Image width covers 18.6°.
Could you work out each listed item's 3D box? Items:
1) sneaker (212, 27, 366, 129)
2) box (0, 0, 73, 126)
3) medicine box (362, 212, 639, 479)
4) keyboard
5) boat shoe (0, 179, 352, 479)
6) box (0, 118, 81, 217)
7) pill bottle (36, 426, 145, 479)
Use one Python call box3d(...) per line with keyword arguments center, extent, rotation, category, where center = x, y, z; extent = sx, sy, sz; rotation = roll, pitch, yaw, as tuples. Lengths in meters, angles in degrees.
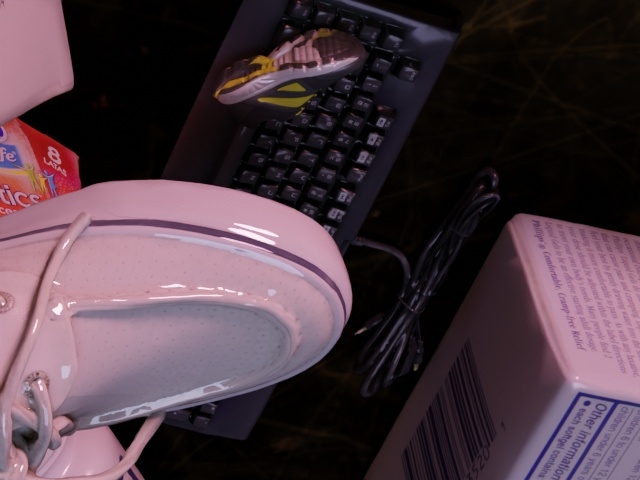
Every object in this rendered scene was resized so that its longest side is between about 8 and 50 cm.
box3d(center=(-0.013, -0.083, 1.009), extent=(0.083, 0.031, 0.035), rotation=(-15, 134, 20), category="sneaker")
box3d(center=(-0.300, -0.099, 0.779), extent=(0.345, 0.215, 0.168), rotation=(-8, 102, 9), category="box")
box3d(center=(0.206, 0.148, 1.198), extent=(0.289, 0.149, 0.263), rotation=(11, 128, -20), category="medicine box")
box3d(center=(0.000, 0.000, 1.111), extent=(0.201, 0.033, 0.317), rotation=(12, 128, -20), category="keyboard")
box3d(center=(-0.162, 0.069, 0.884), extent=(0.367, 0.156, 0.136), rotation=(-2, 131, -7), category="boat shoe")
box3d(center=(-0.245, 0.046, 1.039), extent=(0.122, 0.128, 0.257), rotation=(30, 119, -30), category="box")
box3d(center=(-0.159, 0.161, 1.166), extent=(0.112, 0.112, 0.187), rotation=(-21, 130, 8), category="pill bottle")
